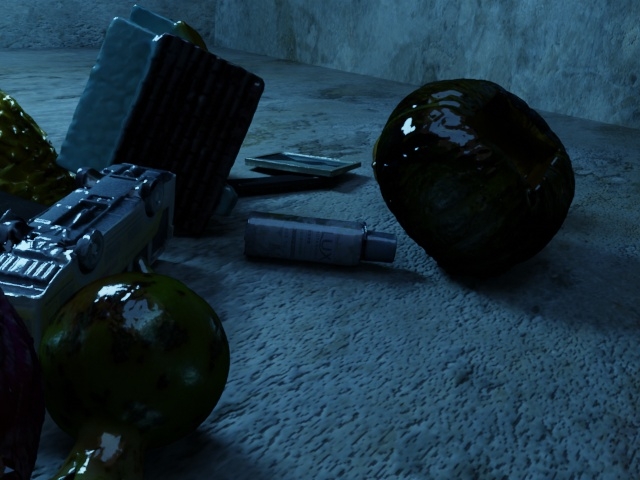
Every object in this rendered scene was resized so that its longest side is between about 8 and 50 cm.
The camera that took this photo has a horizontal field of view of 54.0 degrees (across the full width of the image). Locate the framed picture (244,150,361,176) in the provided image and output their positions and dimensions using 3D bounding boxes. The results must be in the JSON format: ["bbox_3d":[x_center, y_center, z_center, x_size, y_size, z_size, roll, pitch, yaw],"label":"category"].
[{"bbox_3d":[-0.035,-0.162,1.314,0.203,0.015,0.150,11,18,26],"label":"framed picture"}]

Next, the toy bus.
[{"bbox_3d":[-0.257,0.012,0.700,0.097,0.138,0.342,9,23,5],"label":"toy bus"}]

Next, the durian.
[{"bbox_3d":[-0.504,-0.154,0.980,0.185,0.196,0.305,-22,37,-38],"label":"durian"}]

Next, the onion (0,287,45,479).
[{"bbox_3d":[-0.246,0.149,0.335,0.348,0.159,0.267,25,52,30],"label":"onion"}]

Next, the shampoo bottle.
[{"bbox_3d":[0.000,0.000,0.896,0.213,0.072,0.072,6,22,-1],"label":"shampoo bottle"}]

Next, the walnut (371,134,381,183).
[{"bbox_3d":[0.214,-0.159,1.181,0.297,0.203,0.203,-9,27,-27],"label":"walnut"}]

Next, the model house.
[{"bbox_3d":[-0.207,-0.179,0.975,0.248,0.281,0.230,25,8,4],"label":"model house"}]

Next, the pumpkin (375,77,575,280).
[{"bbox_3d":[0.232,-0.103,0.947,0.320,0.192,0.321,15,53,-21],"label":"pumpkin"}]

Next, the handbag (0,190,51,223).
[{"bbox_3d":[-0.416,-0.007,0.749,0.222,0.080,0.247,15,22,-4],"label":"handbag"}]

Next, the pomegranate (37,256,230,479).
[{"bbox_3d":[-0.157,0.112,0.475,0.156,0.156,0.220,12,33,14],"label":"pomegranate"}]

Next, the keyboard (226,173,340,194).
[{"bbox_3d":[-0.072,-0.112,1.212,0.231,0.023,0.072,-9,20,-34],"label":"keyboard"}]
